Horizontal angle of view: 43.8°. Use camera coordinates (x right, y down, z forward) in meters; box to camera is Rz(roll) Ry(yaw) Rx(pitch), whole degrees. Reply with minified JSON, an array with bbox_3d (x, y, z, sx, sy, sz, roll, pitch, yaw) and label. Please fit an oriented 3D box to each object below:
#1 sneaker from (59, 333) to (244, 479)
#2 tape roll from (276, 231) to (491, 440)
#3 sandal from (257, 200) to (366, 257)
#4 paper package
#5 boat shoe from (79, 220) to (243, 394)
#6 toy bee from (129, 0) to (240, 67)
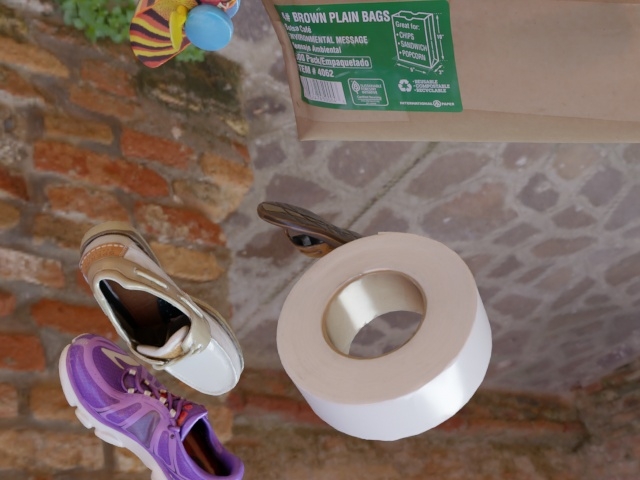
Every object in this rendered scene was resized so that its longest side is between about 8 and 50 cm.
[{"bbox_3d":[-0.122,0.129,0.607,0.170,0.068,0.071,45,127,-5],"label":"sneaker"},{"bbox_3d":[0.087,0.125,1.099,0.286,0.286,0.100,-22,134,8],"label":"tape roll"},{"bbox_3d":[0.000,0.000,1.238,0.219,0.090,0.060,21,104,-21],"label":"sandal"},{"bbox_3d":[0.158,-0.224,0.694,0.325,0.309,0.168,6,129,29],"label":"paper package"},{"bbox_3d":[-0.200,0.114,1.015,0.113,0.103,0.302,-32,124,9],"label":"boat shoe"},{"bbox_3d":[-0.171,-0.373,1.153,0.298,0.195,0.162,-30,131,8],"label":"toy bee"}]
